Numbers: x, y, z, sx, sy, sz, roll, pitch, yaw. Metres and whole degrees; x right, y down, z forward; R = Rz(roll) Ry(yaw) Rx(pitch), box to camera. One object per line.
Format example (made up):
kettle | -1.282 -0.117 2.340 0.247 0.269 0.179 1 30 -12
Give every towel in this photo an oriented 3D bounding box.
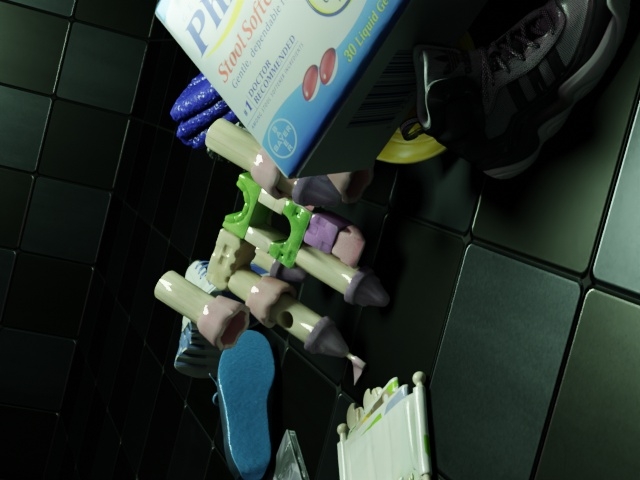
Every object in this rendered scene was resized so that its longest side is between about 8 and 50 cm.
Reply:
towel | -0.077 -0.275 1.526 0.227 0.076 0.308 -29 24 57

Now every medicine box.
medicine box | -0.007 -0.261 1.226 0.289 0.149 0.263 51 127 22

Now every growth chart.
growth chart | 0.071 0.248 1.320 0.237 0.021 0.172 131 146 -53

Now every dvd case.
dvd case | -0.065 0.407 1.595 0.164 0.018 0.221 -114 41 -59

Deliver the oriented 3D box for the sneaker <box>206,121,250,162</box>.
sneaker | -0.147 -0.229 2.131 0.234 0.078 0.106 -36 42 56

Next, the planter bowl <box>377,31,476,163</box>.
planter bowl | 0.104 -0.208 1.342 0.090 0.217 0.217 -39 -22 -56

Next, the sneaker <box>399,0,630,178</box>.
sneaker | 0.180 -0.176 1.087 0.101 0.153 0.269 -98 29 -44

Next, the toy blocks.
toy blocks | 0.000 0.000 1.458 0.260 0.309 0.289 30 113 23

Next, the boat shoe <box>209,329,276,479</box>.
boat shoe | -0.124 0.260 1.718 0.089 0.109 0.258 104 172 -50

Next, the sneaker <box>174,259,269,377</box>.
sneaker | -0.180 0.090 1.942 0.315 0.127 0.182 124 149 -49
